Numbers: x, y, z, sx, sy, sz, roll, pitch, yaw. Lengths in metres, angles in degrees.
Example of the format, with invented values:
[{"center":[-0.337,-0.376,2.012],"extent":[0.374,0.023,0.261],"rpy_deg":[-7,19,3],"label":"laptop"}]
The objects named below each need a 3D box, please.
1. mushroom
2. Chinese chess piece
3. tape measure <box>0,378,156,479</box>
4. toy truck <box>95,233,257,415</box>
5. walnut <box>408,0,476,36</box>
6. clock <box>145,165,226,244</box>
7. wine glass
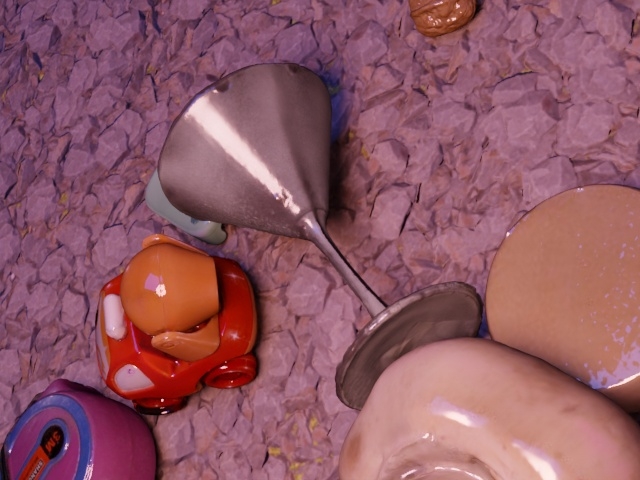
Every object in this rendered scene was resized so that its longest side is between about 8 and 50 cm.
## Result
[{"center":[0.179,0.260,1.311],"extent":[0.325,0.353,0.353],"rpy_deg":[-33,57,9],"label":"mushroom"},{"center":[0.316,0.067,1.446],"extent":[0.273,0.102,0.273],"rpy_deg":[-12,65,28],"label":"Chinese chess piece"},{"center":[-0.341,0.315,1.756],"extent":[0.232,0.149,0.245],"rpy_deg":[-56,46,7],"label":"tape measure"},{"center":[-0.215,0.102,1.689],"extent":[0.264,0.239,0.189],"rpy_deg":[-23,61,25],"label":"toy truck"},{"center":[0.160,-0.315,1.706],"extent":[0.096,0.082,0.079],"rpy_deg":[-15,95,36],"label":"walnut"},{"center":[-0.158,-0.097,1.839],"extent":[0.148,0.060,0.189],"rpy_deg":[33,91,38],"label":"clock"},{"center":[0.000,0.000,1.577],"extent":[0.267,0.267,0.406],"rpy_deg":[-44,56,11],"label":"wine glass"}]
